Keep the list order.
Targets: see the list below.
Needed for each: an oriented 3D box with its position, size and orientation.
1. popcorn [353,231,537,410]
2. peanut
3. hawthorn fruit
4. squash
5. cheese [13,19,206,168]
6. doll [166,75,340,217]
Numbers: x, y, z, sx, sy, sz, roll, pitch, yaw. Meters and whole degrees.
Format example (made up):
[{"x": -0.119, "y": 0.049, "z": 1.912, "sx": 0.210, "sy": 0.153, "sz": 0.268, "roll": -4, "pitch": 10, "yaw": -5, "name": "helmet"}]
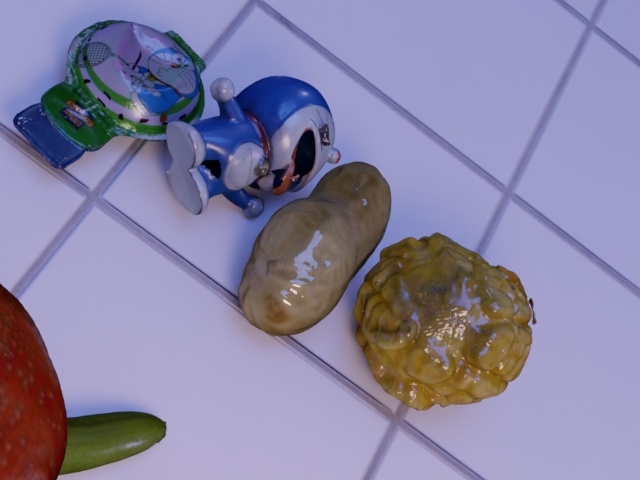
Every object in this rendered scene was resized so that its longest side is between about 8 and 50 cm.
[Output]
[{"x": 0.161, "y": 0.114, "z": 1.855, "sx": 0.250, "sy": 0.190, "sz": 0.250, "roll": -7, "pitch": 59, "yaw": 11, "name": "popcorn"}, {"x": 0.000, "y": 0.000, "z": 1.869, "sx": 0.147, "sy": 0.147, "sz": 0.319, "roll": 41, "pitch": 51, "yaw": -2, "name": "peanut"}, {"x": -0.373, "y": 0.209, "z": 1.420, "sx": 0.369, "sy": 0.285, "sz": 0.285, "roll": 53, "pitch": 47, "yaw": -7, "name": "hawthorn fruit"}, {"x": -0.265, "y": 0.231, "z": 1.608, "sx": 0.201, "sy": 0.066, "sz": 0.066, "roll": -4, "pitch": 62, "yaw": -41, "name": "squash"}, {"x": -0.273, "y": -0.197, "z": 1.872, "sx": 0.204, "sy": 0.083, "sz": 0.320, "roll": 46, "pitch": 46, "yaw": 3, "name": "cheese"}, {"x": -0.089, "y": -0.131, "z": 1.880, "sx": 0.161, "sy": 0.215, "sz": 0.257, "roll": 30, "pitch": 42, "yaw": 33, "name": "doll"}]
